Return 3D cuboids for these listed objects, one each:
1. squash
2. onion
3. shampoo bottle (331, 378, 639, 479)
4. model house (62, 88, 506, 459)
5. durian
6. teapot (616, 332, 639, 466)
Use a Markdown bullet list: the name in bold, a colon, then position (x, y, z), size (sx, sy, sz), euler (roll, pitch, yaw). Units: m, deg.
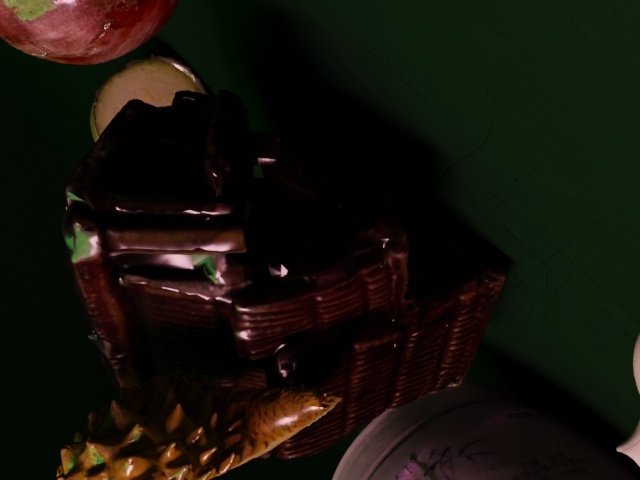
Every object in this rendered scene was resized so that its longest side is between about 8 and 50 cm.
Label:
- **squash**: position (-0.185, -0.125, 1.133), size (0.123, 0.123, 0.186), euler (48, 171, -13)
- **onion**: position (-0.153, -0.197, 0.727), size (0.195, 0.159, 0.159), euler (1, 138, 45)
- **shampoo bottle**: position (0.156, 0.280, 0.964), size (0.273, 0.273, 0.266), euler (55, 173, -38)
- **model house**: position (0.000, 0.000, 0.825), size (0.282, 0.297, 0.317), euler (12, 144, 7)
- **durian**: position (-0.091, 0.122, 0.714), size (0.078, 0.224, 0.140), euler (68, -164, 9)
- **teapot**: position (0.219, 0.078, 0.506), size (0.145, 0.092, 0.226), euler (42, 167, 3)
